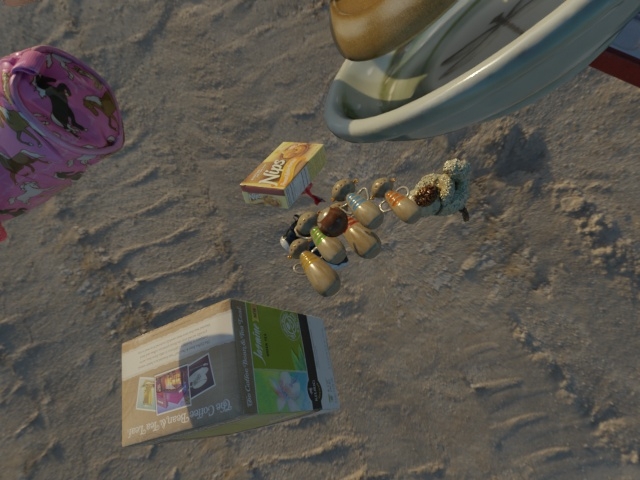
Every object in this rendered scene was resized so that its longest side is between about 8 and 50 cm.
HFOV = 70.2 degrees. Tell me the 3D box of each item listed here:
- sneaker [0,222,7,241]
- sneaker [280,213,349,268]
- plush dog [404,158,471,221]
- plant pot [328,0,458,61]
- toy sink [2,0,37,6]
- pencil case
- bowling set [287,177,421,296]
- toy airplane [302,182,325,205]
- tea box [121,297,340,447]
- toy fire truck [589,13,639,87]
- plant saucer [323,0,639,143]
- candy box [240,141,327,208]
[{"bbox_3d":[-0.609,0.057,0.708,0.314,0.136,0.116,-29,92,20],"label":"sneaker"},{"bbox_3d":[0.000,0.000,1.658,0.269,0.101,0.153,21,114,-9],"label":"sneaker"},{"bbox_3d":[0.389,-0.142,1.574,0.226,0.262,0.210,-14,84,-16],"label":"plush dog"},{"bbox_3d":[0.082,-0.274,0.407,0.032,0.236,0.236,25,93,-33],"label":"plant pot"},{"bbox_3d":[-0.326,-0.405,0.505,0.153,0.234,0.131,-36,97,-29],"label":"toy sink"},{"bbox_3d":[-0.467,-0.134,0.679,0.386,0.167,0.160,-18,87,28],"label":"pencil case"},{"bbox_3d":[0.038,-0.048,0.875,0.287,0.200,0.154,-41,57,0],"label":"bowling set"},{"bbox_3d":[-0.044,-0.190,1.800,0.151,0.151,0.028,40,118,6],"label":"toy airplane"},{"bbox_3d":[-0.193,0.295,0.988,0.329,0.323,0.219,-24,64,26],"label":"tea box"},{"bbox_3d":[0.465,-0.274,0.562,0.302,0.169,0.254,33,78,12],"label":"toy fire truck"},{"bbox_3d":[0.180,-0.225,0.450,0.400,0.400,0.100,-47,115,5],"label":"plant saucer"},{"bbox_3d":[-0.126,-0.245,1.656,0.183,0.316,0.087,9,133,27],"label":"candy box"}]
